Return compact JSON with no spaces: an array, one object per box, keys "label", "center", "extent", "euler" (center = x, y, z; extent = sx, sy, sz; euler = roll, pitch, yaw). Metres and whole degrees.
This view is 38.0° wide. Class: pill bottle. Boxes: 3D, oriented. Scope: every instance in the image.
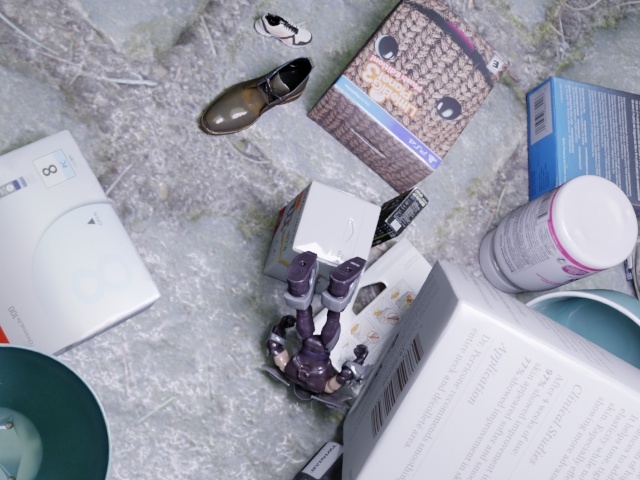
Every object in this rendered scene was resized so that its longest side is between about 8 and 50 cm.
[{"label":"pill bottle","center":[-0.021,0.442,1.439],"extent":[0.130,0.130,0.245],"euler":[48,65,-3]},{"label":"pill bottle","center":[0.407,0.001,1.636],"extent":[0.160,0.283,0.160],"euler":[5,74,-19]}]

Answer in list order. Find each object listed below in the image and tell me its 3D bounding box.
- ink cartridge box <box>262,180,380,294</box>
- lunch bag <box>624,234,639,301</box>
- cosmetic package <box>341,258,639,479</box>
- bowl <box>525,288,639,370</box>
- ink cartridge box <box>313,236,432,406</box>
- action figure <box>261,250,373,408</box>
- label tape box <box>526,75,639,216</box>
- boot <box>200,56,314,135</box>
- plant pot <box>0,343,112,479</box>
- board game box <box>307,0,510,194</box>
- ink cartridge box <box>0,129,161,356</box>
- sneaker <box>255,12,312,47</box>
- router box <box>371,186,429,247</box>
[{"label":"ink cartridge box","center":[0.000,0.000,1.543],"extent":[0.127,0.176,0.128],"euler":[21,69,-14]},{"label":"lunch bag","center":[0.746,0.073,1.740],"extent":[0.212,0.305,0.256],"euler":[-28,90,-27]},{"label":"cosmetic package","center":[0.275,0.280,1.355],"extent":[0.393,0.327,0.329],"euler":[29,98,-3]},{"label":"bowl","center":[0.488,0.209,1.630],"extent":[0.163,0.311,0.312],"euler":[-28,86,-49]},{"label":"ink cartridge box","center":[0.129,0.167,1.612],"extent":[0.275,0.060,0.239],"euler":[-41,86,-24]},{"label":"action figure","center":[-0.003,0.155,1.474],"extent":[0.185,0.285,0.099],"euler":[16,35,12]},{"label":"label tape box","center":[0.581,-0.172,1.846],"extent":[0.333,0.106,0.241],"euler":[8,72,-19]},{"label":"boot","center":[-0.107,-0.259,1.611],"extent":[0.219,0.106,0.082],"euler":[-33,88,-25]},{"label":"plant pot","center":[-0.448,0.296,1.280],"extent":[0.290,0.195,0.290],"euler":[4,77,-20]},{"label":"board game box","center":[0.163,-0.278,1.699],"extent":[0.232,0.141,0.291],"euler":[39,66,-7]},{"label":"ink cartridge box","center":[-0.482,0.045,1.398],"extent":[0.385,0.091,0.308],"euler":[-28,87,-26]},{"label":"sneaker","center":[-0.064,-0.385,1.698],"extent":[0.109,0.044,0.040],"euler":[12,70,-19]},{"label":"router box","center":[0.126,-0.039,1.631],"extent":[0.038,0.122,0.092],"euler":[46,66,-8]}]
